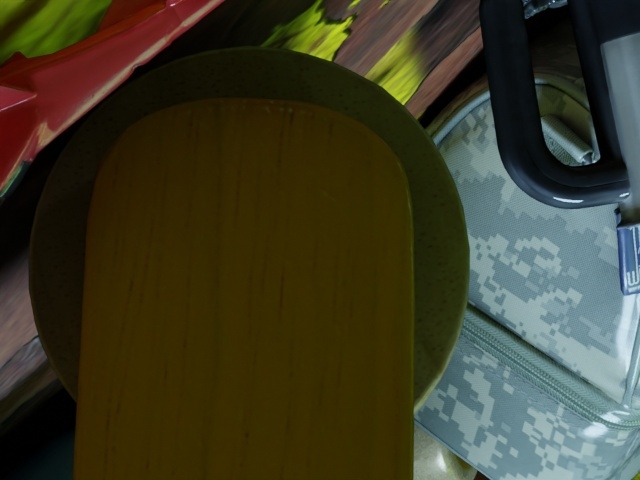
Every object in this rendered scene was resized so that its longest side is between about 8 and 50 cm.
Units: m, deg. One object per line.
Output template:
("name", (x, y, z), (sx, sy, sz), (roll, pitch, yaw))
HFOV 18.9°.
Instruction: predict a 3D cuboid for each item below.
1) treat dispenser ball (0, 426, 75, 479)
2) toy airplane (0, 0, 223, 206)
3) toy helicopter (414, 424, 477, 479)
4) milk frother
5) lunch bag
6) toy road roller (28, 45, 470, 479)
("treat dispenser ball", (-0.062, 0.224, 0.959), (0.288, 0.288, 0.288), (-41, 173, -6))
("toy airplane", (-0.059, -0.035, 0.420), (0.151, 0.028, 0.151), (-41, 175, -4))
("toy helicopter", (0.119, 0.116, 1.278), (0.140, 0.235, 0.355), (-4, -177, 22))
("milk frother", (0.140, -0.074, 0.844), (0.129, 0.135, 0.143), (-11, 179, 16))
("lunch bag", (0.172, -0.032, 1.085), (0.305, 0.212, 0.256), (-36, 155, -44))
("toy road roller", (-0.092, 0.114, 0.534), (0.202, 0.240, 0.330), (112, -17, -81))
